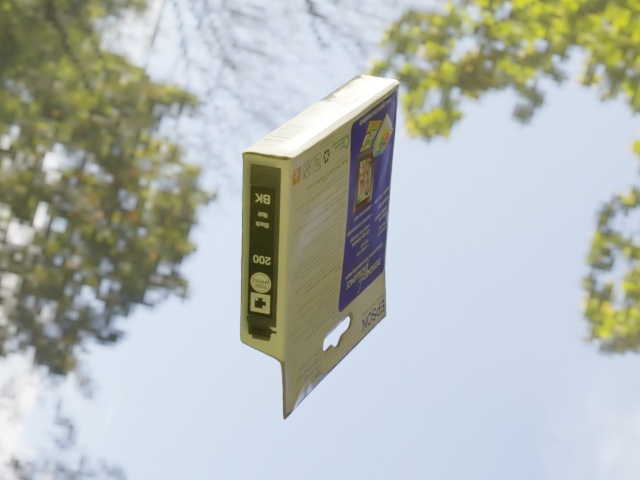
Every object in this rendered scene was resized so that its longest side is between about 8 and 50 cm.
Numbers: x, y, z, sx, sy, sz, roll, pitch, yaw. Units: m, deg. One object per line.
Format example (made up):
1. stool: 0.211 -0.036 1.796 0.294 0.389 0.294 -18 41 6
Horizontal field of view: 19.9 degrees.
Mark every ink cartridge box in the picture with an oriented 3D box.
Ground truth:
1. ink cartridge box: 0.000 0.000 1.388 0.206 0.045 0.208 -40 136 -58
